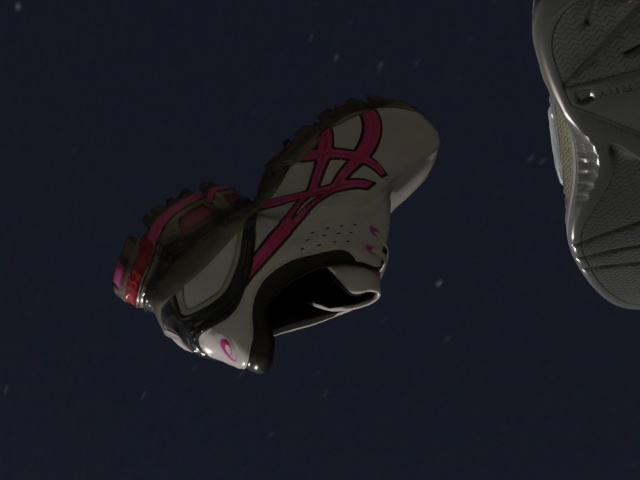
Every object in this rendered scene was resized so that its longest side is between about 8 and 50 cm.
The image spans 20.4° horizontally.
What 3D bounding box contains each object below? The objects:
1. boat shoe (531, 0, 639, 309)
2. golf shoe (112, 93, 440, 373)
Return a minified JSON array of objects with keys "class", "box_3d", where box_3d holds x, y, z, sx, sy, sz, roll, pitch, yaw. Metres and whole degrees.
[{"class":"boat shoe","box_3d":[0.202,-0.078,1.148,0.118,0.320,0.103,-12,-135,16]},{"class":"golf shoe","box_3d":[0.000,0.000,0.770,0.086,0.067,0.186,37,-133,20]}]
